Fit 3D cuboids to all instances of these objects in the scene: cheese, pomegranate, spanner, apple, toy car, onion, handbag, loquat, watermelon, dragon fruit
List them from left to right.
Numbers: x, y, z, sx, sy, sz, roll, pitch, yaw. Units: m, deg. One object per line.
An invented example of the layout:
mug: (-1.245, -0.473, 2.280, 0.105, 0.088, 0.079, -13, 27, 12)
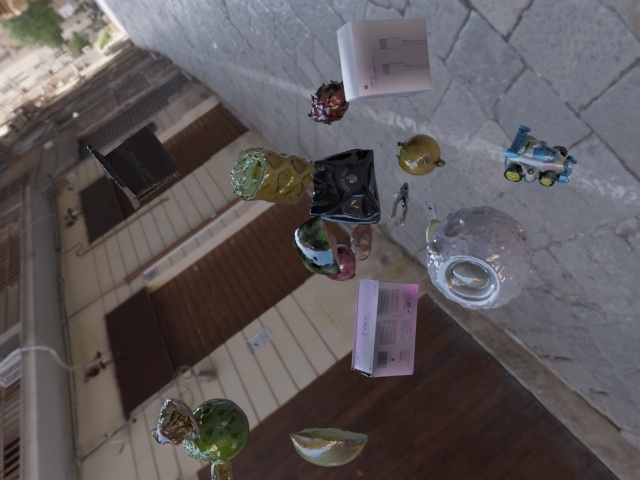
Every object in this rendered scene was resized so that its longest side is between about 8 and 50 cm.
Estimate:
pomegranate: (-0.357, 0.713, 1.640, 0.236, 0.235, 0.302, -161, 57, -81)
watermelon: (-0.013, 0.011, 1.437, 0.193, 0.137, 0.145, 25, 163, 31)
dragon fruit: (0.041, -0.611, 2.070, 0.182, 0.182, 0.189, 50, 148, 31)
onion: (0.056, 0.095, 1.970, 0.159, 0.194, 0.160, 179, 90, -75)
apple: (0.047, 0.683, 1.534, 0.265, 0.193, 0.120, 22, -116, -47)
handbag: (0.093, -0.223, 1.918, 0.152, 0.287, 0.343, 75, -170, -67)
spanner: (0.431, -0.204, 2.481, 0.095, 0.325, 0.040, 28, 138, -8)
loquat: (0.398, -0.336, 1.841, 0.204, 0.172, 0.149, 24, 144, 16)
cheese: (0.562, -0.079, 2.266, 0.049, 0.127, 0.235, 12, -116, -66)
toy car: (0.534, -0.205, 1.134, 0.161, 0.126, 0.098, 22, 160, 30)

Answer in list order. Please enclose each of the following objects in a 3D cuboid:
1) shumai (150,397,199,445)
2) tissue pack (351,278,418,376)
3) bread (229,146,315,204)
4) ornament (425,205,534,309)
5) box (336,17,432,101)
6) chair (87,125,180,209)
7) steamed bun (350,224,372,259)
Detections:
shumai: (-0.432, 0.540, 1.353, 0.146, 0.145, 0.116, 53, -141, 0)
tissue pack: (0.177, 0.233, 1.252, 0.148, 0.247, 0.092, 8, 174, -31)
bread: (-0.179, -0.236, 1.722, 0.252, 0.239, 0.196, 9, -147, -51)
ornament: (0.519, 0.048, 1.520, 0.337, 0.337, 0.337, 53, 175, 7)
box: (0.187, -0.520, 1.345, 0.106, 0.251, 0.203, -161, 62, -68)
chair: (-0.660, -0.284, 1.705, 0.203, 0.240, 0.416, 53, 163, -6)
steamed bun: (0.193, 0.008, 2.228, 0.145, 0.106, 0.175, 88, -175, -84)
